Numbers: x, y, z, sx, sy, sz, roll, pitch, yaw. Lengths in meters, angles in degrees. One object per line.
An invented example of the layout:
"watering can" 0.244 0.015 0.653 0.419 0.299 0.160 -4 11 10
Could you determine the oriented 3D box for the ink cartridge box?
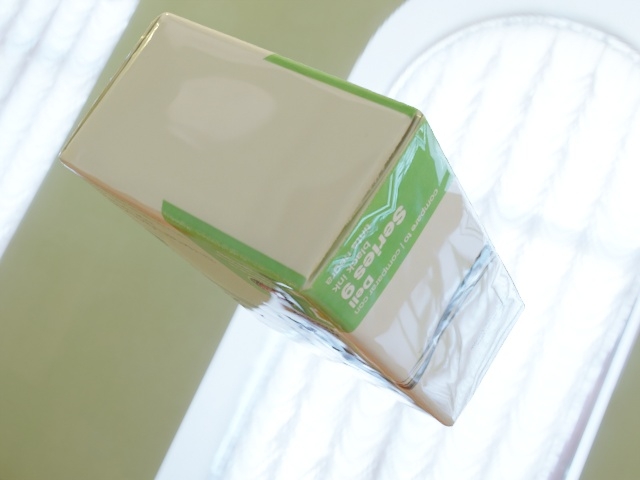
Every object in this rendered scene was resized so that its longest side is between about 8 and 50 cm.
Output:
"ink cartridge box" 0.000 0.000 0.639 0.211 0.122 0.289 26 -12 33
